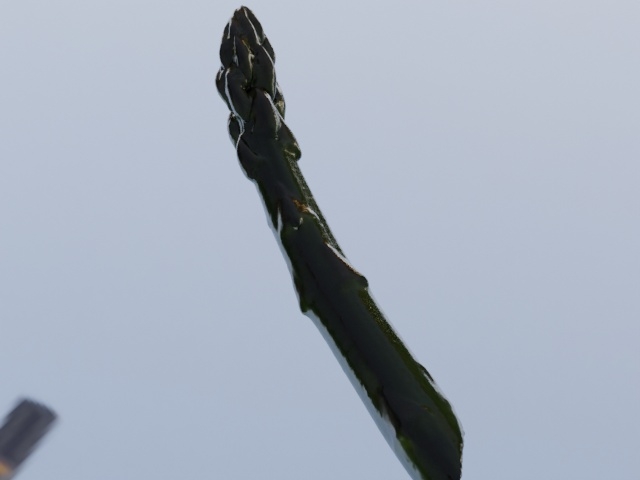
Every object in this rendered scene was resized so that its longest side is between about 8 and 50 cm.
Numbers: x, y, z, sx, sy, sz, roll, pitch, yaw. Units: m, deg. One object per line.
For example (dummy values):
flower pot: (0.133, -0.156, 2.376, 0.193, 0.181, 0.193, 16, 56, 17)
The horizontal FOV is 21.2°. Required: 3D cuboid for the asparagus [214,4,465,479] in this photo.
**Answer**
asparagus: (0.000, -0.001, 0.602, 0.034, 0.027, 0.236, -38, -129, 14)
